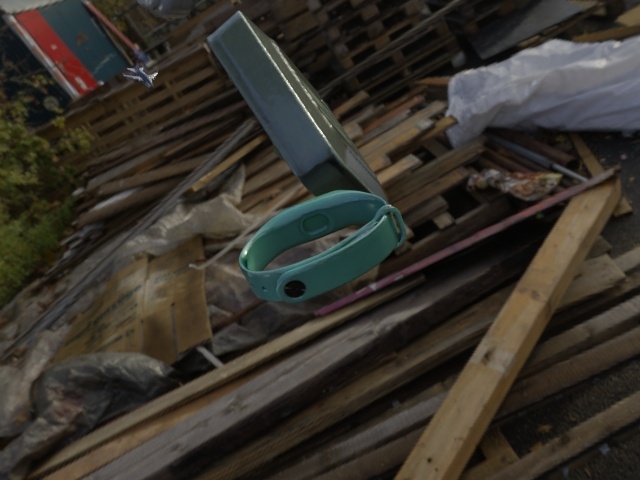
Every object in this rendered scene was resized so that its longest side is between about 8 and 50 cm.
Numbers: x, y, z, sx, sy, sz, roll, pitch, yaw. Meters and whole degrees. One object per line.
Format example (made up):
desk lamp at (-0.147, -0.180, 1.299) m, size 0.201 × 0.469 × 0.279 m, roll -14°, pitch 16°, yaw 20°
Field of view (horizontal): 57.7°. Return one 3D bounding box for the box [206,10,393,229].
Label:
box at (-0.023, -0.217, 1.151) m, size 0.111 × 0.396 × 0.396 m, roll -37°, pitch 69°, yaw 11°

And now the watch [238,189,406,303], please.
watch at (0.000, 0.000, 0.829) m, size 0.237 × 0.068 × 0.195 m, roll -19°, pitch 27°, yaw 6°

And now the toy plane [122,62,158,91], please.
toy plane at (-0.375, -0.345, 1.233) m, size 0.079 × 0.031 × 0.083 m, roll -19°, pitch 59°, yaw -36°

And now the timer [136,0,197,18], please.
timer at (-0.248, -0.481, 0.870) m, size 0.087 × 0.237 × 0.262 m, roll -11°, pitch 50°, yaw -32°
